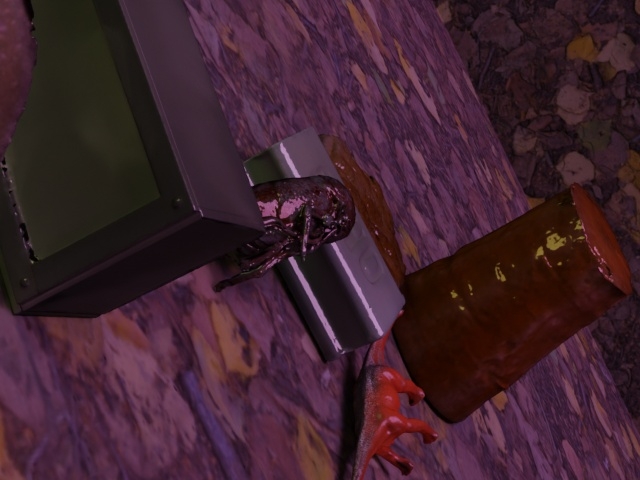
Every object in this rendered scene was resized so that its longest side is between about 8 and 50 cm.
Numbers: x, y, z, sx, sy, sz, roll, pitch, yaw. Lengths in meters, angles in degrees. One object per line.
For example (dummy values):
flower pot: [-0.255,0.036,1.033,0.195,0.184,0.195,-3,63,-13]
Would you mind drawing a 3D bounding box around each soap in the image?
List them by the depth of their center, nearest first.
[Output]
soap: [0.000,0.000,0.960,0.198,0.067,0.119,62,21,-6]

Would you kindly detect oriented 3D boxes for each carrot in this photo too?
carrot: [0.224,0.072,1.172,0.196,0.254,0.196,48,24,-29]

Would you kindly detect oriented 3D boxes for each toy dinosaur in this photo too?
toy dinosaur: [0.057,0.170,0.920,0.101,0.055,0.279,40,31,-31]

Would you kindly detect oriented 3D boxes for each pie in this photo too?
pie: [0.038,-0.023,1.121,0.195,0.046,0.195,50,24,-31]

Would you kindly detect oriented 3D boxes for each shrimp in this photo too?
shrimp: [-0.041,-0.010,0.827,0.190,0.075,0.073,-17,87,-50]

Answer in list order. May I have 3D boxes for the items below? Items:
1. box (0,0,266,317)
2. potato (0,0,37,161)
box: [-0.139,-0.082,0.605,0.086,0.129,0.225,14,52,-66]
potato: [-0.226,-0.092,0.404,0.202,0.182,0.117,33,2,-42]
